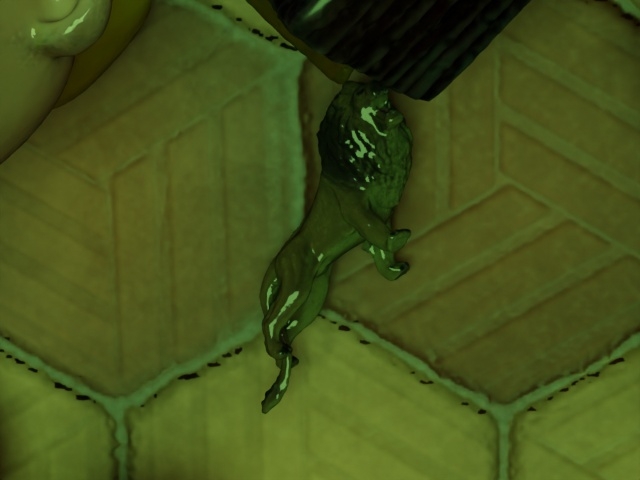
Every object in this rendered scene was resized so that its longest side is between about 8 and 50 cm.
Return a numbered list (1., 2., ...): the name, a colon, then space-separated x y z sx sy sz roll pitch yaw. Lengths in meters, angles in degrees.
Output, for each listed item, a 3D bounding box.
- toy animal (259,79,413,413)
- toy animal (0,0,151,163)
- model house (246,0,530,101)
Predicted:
1. toy animal: 0.013 0.011 1.087 0.086 0.069 0.220 27 100 22
2. toy animal: -0.284 -0.118 0.993 0.345 0.247 0.277 -28 117 13
3. model house: 0.046 -0.221 0.942 0.230 0.249 0.280 42 103 0
